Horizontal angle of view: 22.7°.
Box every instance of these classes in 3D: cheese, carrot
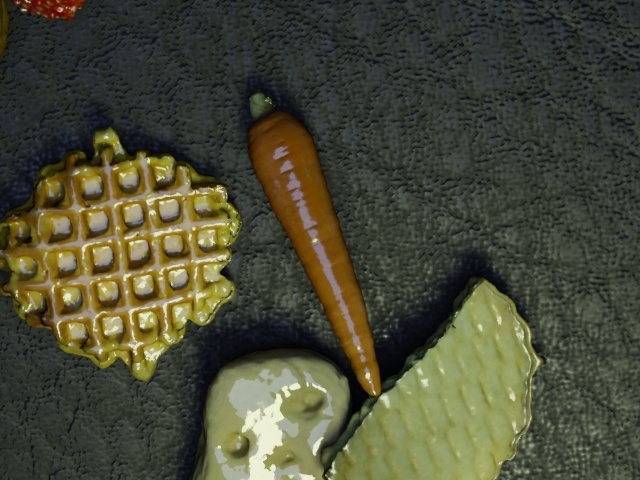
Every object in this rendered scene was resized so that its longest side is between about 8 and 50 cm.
[{"bbox_3d":[-0.055,0.238,1.666,0.159,0.093,0.262,10,100,-4],"label":"cheese"},{"bbox_3d":[0.000,0.000,1.611,0.069,0.069,0.336,-24,87,3],"label":"carrot"}]

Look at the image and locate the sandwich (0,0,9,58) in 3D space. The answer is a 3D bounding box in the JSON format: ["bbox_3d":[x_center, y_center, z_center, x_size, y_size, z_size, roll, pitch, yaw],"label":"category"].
[{"bbox_3d":[-0.466,-0.168,1.577,0.271,0.099,0.301,20,97,-10],"label":"sandwich"}]

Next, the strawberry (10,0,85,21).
[{"bbox_3d":[-0.315,-0.337,1.507,0.286,0.106,0.188,40,55,-16],"label":"strawberry"}]

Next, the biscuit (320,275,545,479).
[{"bbox_3d":[0.131,0.187,1.656,0.273,0.036,0.187,-47,116,-11],"label":"biscuit"}]

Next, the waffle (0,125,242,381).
[{"bbox_3d":[-0.205,0.013,1.644,0.243,0.059,0.237,33,95,-9],"label":"waffle"}]
